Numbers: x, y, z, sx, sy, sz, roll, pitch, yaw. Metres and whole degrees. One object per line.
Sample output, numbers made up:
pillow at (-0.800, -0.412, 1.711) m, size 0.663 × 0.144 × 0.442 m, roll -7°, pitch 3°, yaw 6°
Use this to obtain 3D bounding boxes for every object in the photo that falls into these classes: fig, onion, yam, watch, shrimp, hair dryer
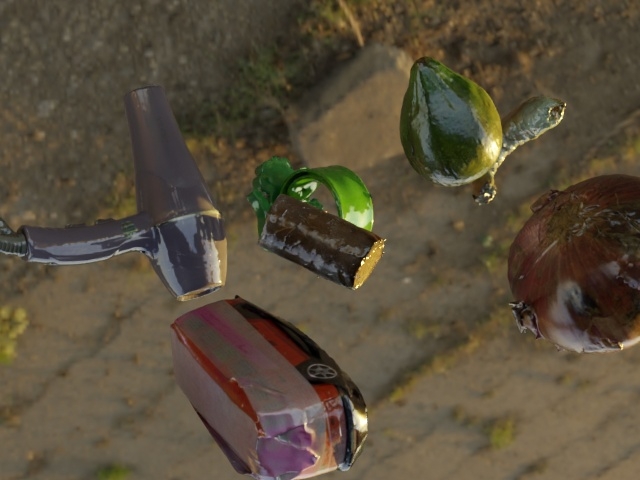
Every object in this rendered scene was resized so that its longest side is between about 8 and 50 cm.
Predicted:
fig at (0.149, -0.148, 1.462) m, size 0.123 × 0.123 × 0.156 m, roll -16°, pitch 133°, yaw 3°
onion at (0.481, 0.046, 2.161) m, size 0.354 × 0.353 × 0.353 m, roll -9°, pitch 143°, yaw -7°
yam at (-0.001, 0.002, 1.475) m, size 0.141 × 0.079 × 0.079 m, roll 26°, pitch 143°, yaw 13°
watch at (-0.011, -0.052, 1.747) m, size 0.131 × 0.165 × 0.152 m, roll -7°, pitch 174°, yaw -44°
shrimp at (0.264, -0.126, 1.713) m, size 0.049 × 0.166 × 0.161 m, roll 42°, pitch 138°, yaw -17°
hair dryer at (-0.305, -0.049, 1.654) m, size 0.361 × 0.301 × 0.121 m, roll -11°, pitch 169°, yaw -36°

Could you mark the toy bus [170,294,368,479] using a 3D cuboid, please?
toy bus at (-0.073, 0.185, 1.536) m, size 0.147 × 0.303 × 0.127 m, roll -12°, pitch 118°, yaw -25°
